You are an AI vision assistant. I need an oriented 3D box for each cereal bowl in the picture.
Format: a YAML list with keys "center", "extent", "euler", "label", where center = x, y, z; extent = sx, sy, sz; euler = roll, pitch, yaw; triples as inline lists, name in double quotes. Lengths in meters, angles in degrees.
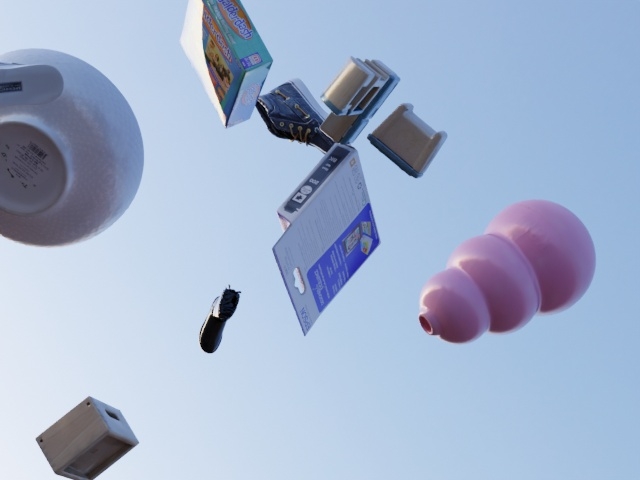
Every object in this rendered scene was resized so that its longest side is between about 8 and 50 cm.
- center: [-0.470, -0.137, 1.843]
  extent: [0.339, 0.141, 0.338]
  euler: [3, -69, 8]
  label: "cereal bowl"

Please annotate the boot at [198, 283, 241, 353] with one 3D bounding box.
- center: [-0.185, 0.146, 2.072]
  extent: [0.045, 0.121, 0.099]
  euler: [21, -18, -13]
  label: "boot"

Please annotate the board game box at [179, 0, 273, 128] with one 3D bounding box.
- center: [-0.140, -0.274, 1.617]
  extent: [0.160, 0.047, 0.210]
  euler: [62, -18, 8]
  label: "board game box"

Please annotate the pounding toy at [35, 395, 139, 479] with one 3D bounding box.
- center: [-0.379, 0.319, 1.800]
  extent: [0.100, 0.130, 0.141]
  euler: [52, 1, 27]
  label: "pounding toy"

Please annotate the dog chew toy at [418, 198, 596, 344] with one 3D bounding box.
- center: [0.309, 0.066, 1.922]
  extent: [0.206, 0.332, 0.206]
  euler: [47, -26, 32]
  label: "dog chew toy"

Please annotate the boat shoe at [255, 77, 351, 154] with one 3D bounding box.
- center: [-0.027, -0.172, 1.764]
  extent: [0.183, 0.083, 0.065]
  euler: [52, -22, 25]
  label: "boat shoe"

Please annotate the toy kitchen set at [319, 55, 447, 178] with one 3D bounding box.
- center: [0.081, -0.142, 1.475]
  extent: [0.166, 0.207, 0.122]
  euler: [40, -75, 7]
  label: "toy kitchen set"

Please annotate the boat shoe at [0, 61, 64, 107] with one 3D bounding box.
- center: [-0.481, -0.221, 1.607]
  extent: [0.070, 0.219, 0.077]
  euler: [14, -76, 49]
  label: "boat shoe"

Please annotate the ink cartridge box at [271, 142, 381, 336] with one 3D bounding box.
- center: [0.000, 0.000, 1.622]
  extent: [0.045, 0.208, 0.206]
  euler: [21, -33, 31]
  label: "ink cartridge box"
